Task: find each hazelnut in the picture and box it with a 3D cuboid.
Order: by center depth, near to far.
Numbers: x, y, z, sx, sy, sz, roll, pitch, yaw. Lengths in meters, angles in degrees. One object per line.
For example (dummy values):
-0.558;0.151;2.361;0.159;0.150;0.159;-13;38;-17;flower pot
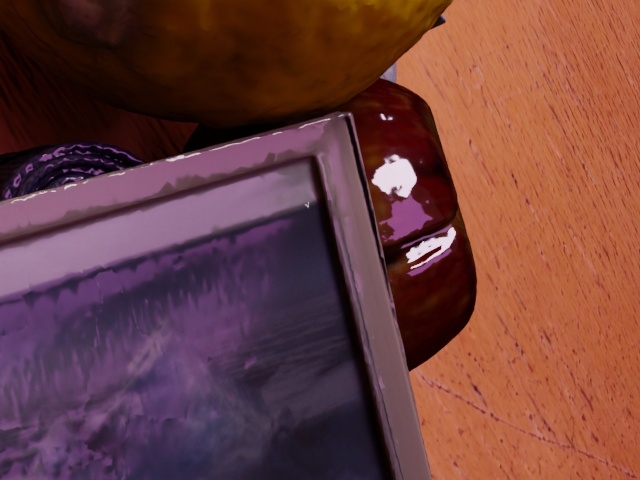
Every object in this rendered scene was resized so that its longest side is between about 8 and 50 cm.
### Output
0.000;0.000;1.040;0.218;0.218;0.234;31;34;-43;hazelnut

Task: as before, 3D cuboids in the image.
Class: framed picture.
-0.123;0.132;0.789;0.446;0.028;0.326;-18;97;-35;framed picture

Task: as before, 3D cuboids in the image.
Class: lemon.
-0.068;-0.233;0.905;0.350;0.350;0.387;50;35;-28;lemon

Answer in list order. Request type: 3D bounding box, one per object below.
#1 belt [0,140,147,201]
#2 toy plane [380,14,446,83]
-0.133;0.051;0.883;0.139;0.126;0.230;-37;108;-27;belt
-0.008;-0.257;1.219;0.267;0.088;0.212;39;46;-27;toy plane
